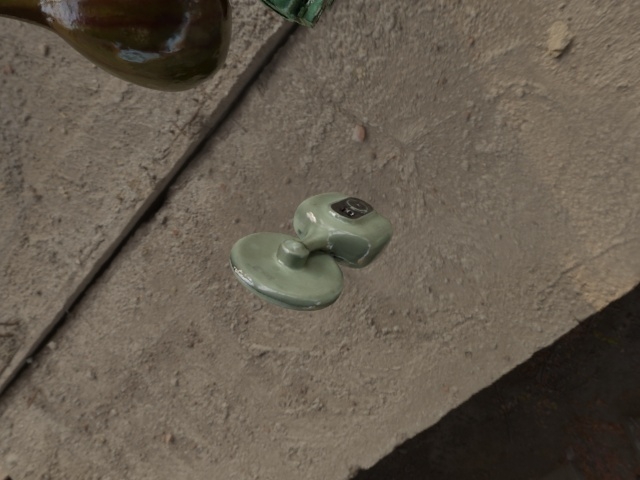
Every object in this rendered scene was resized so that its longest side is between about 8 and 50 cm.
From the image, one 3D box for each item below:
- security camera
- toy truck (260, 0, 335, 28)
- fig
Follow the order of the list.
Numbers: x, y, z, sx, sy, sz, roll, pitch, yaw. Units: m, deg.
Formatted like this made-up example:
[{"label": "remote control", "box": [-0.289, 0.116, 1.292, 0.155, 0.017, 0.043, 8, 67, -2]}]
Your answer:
[{"label": "security camera", "box": [0.000, 0.000, 0.589, 0.157, 0.301, 0.080, 33, 120, 18]}, {"label": "toy truck", "box": [-0.075, -0.322, 0.402, 0.259, 0.135, 0.128, 36, 106, 9]}, {"label": "fig", "box": [-0.188, -0.182, 0.311, 0.236, 0.124, 0.125, -3, 103, -14]}]
